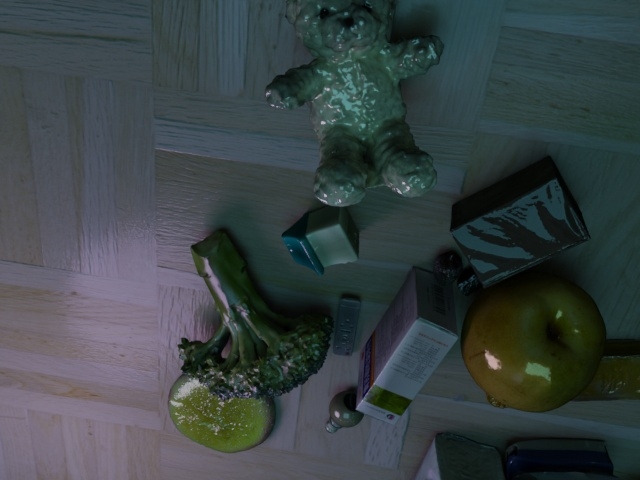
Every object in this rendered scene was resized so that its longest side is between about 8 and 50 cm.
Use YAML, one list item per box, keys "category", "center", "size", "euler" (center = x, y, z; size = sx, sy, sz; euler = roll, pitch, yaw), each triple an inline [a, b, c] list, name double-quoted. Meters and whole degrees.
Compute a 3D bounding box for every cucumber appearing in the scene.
- category: "cucumber"
  center: [0.387, 0.058, 1.611]
  size: [0.187, 0.058, 0.058]
  euler: [-31, 112, 22]

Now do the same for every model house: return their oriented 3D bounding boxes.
- category: "model house"
  center: [0.000, 0.000, 1.588]
  size: [0.148, 0.127, 0.100]
  euler: [-20, 116, 15]

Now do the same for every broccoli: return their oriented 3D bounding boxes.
- category: "broccoli"
  center: [-0.138, 0.185, 1.699]
  size: [0.353, 0.275, 0.397]
  euler: [4, 102, -15]

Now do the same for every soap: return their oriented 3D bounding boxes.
- category: "soap"
  center: [0.673, 0.304, 1.708]
  size: [0.233, 0.076, 0.135]
  euler: [-1, 119, 10]

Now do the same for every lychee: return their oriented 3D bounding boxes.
- category: "lychee"
  center: [0.282, 0.061, 1.619]
  size: [0.067, 0.068, 0.083]
  euler: [6, 125, -19]

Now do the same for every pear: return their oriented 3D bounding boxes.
- category: "pear"
  center: [0.448, 0.211, 1.556]
  size: [0.314, 0.314, 0.314]
  euler: [3, 121, 6]

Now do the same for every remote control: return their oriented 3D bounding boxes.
- category: "remote control"
  center: [0.063, 0.206, 1.764]
  size: [0.049, 0.027, 0.184]
  euler: [10, 126, 4]

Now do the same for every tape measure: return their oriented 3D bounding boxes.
- category: "tape measure"
  center: [0.604, 0.630, 1.878]
  size: [0.259, 0.138, 0.262]
  euler: [0, 121, 9]

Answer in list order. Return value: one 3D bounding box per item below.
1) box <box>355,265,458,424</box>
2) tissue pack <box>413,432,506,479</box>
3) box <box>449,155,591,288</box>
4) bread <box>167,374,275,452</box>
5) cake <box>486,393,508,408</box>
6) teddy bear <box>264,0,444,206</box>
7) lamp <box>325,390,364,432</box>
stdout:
- category: "box"
  center: [0.191, 0.239, 1.661]
  size: [0.106, 0.200, 0.299]
  euler: [22, 121, -8]
- category: "tissue pack"
  center: [0.331, 0.763, 1.883]
  size: [0.205, 0.332, 0.405]
  euler: [13, 122, -5]
- category: "box"
  center: [0.400, -0.039, 1.491]
  size: [0.231, 0.155, 0.149]
  euler: [-27, 106, 23]
- category: "bread"
  center: [-0.260, 0.452, 1.945]
  size: [0.301, 0.045, 0.301]
  euler: [3, 120, 5]
- category: "cake"
  center: [0.445, 0.370, 1.796]
  size: [0.084, 0.044, 0.084]
  euler: [4, 122, 7]
- category: "teddy bear"
  center: [0.059, -0.316, 1.286]
  size: [0.327, 0.375, 0.362]
  euler: [-8, 134, -2]
- category: "lamp"
  center: [0.051, 0.451, 1.885]
  size: [0.091, 0.091, 0.163]
  euler: [25, 136, -7]
